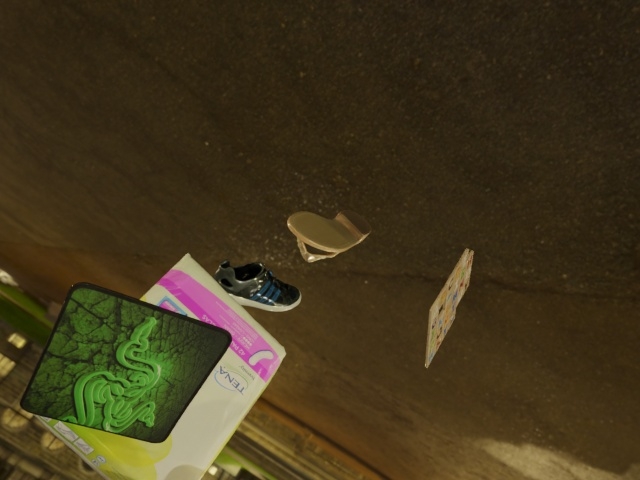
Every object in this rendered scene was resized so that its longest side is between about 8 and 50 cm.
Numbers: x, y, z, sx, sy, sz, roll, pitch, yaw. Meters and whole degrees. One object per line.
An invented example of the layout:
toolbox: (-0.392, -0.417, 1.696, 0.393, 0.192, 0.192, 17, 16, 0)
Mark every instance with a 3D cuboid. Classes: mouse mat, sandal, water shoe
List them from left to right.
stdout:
mouse mat: (-0.190, 0.128, 0.552, 0.153, 0.007, 0.189, 23, 121, -21)
water shoe: (-0.113, 0.086, 1.115, 0.203, 0.080, 0.073, 9, -151, -37)
sandal: (0.004, 0.005, 0.949, 0.088, 0.240, 0.079, 47, 115, 16)

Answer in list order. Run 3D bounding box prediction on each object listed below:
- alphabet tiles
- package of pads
alphabet tiles: (0.286, 0.137, 1.258, 0.009, 0.237, 0.198, 20, 139, 26)
package of pads: (-0.209, 0.197, 0.806, 0.229, 0.296, 0.101, 46, 139, -8)
